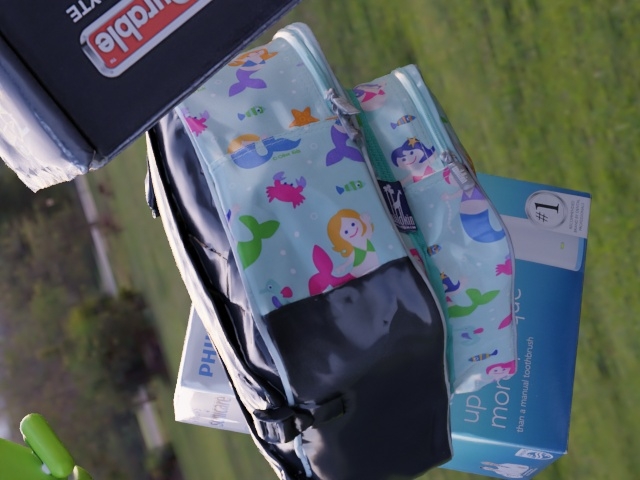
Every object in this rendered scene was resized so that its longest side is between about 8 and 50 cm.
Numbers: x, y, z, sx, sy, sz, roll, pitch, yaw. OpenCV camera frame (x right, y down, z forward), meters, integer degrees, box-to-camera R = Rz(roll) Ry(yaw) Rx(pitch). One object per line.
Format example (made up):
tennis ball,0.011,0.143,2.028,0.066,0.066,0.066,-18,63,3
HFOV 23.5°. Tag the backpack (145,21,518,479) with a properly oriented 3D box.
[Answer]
backpack,0.000,0.000,0.906,0.253,0.191,0.225,57,168,33

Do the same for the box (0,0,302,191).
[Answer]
box,-0.061,-0.217,0.458,0.293,0.295,0.073,53,159,-12

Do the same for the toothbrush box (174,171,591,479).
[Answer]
toothbrush box,0.047,0.053,1.211,0.126,0.296,0.216,108,173,-69

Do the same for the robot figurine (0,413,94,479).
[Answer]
robot figurine,-0.173,0.147,0.854,0.101,0.115,0.067,-59,20,24
